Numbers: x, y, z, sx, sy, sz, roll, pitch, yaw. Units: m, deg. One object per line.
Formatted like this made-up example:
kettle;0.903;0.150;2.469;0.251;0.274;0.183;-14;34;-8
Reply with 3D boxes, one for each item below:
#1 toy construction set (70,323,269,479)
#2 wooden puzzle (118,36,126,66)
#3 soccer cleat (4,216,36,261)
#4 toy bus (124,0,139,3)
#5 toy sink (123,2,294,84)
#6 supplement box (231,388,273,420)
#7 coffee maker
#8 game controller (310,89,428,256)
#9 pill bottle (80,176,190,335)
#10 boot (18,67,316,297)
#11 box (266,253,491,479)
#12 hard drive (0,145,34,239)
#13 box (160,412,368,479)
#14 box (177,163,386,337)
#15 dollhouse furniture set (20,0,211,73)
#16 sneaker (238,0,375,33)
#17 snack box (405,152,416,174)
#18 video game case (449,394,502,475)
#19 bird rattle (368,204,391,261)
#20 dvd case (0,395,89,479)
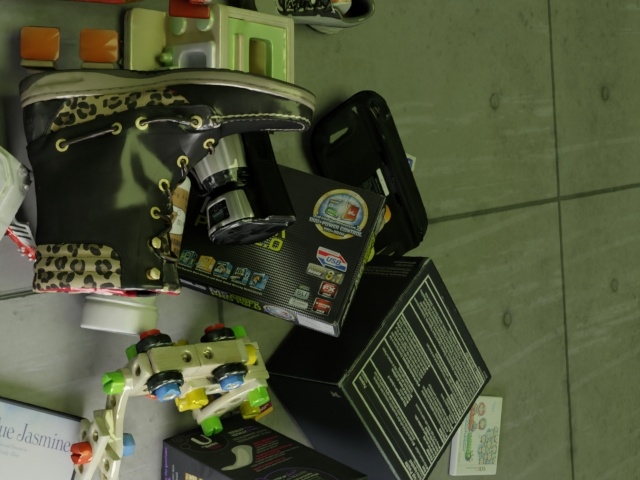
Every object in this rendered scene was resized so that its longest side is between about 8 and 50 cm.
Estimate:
toy construction set;-0.205;0.212;1.599;0.328;0.215;0.151;-21;74;-44
wooden puzzle;-0.263;-0.275;1.658;0.083;0.006;0.049;-37;117;-40
soccer cleat;-0.391;-0.005;1.514;0.083;0.029;0.035;51;60;-29
toy bus;-0.153;-0.441;1.682;0.333;0.130;0.108;-31;112;-42
toy sink;-0.155;-0.259;1.676;0.234;0.131;0.152;0;91;-49
supplement box;-0.115;0.234;1.793;0.043;0.055;0.083;-28;111;-44
coffee maker;-0.101;-0.092;1.636;0.171;0.120;0.178;-12;76;-26
game controller;0.088;-0.096;1.983;0.166;0.067;0.319;-33;121;-18
pill bottle;-0.260;0.013;1.578;0.131;0.131;0.229;17;79;-46
boot;-0.195;-0.071;1.462;0.378;0.138;0.284;1;82;-8
box;0.103;0.226;1.930;0.294;0.183;0.296;-52;127;-33
hard drive;-0.521;-0.077;1.349;0.339;0.064;0.236;44;60;-39
box;-0.087;0.375;1.656;0.165;0.270;0.143;-11;112;-46
box;-0.063;-0.001;1.701;0.060;0.270;0.216;80;30;-68
dollhouse furniture set;-0.269;-0.345;1.469;0.259;0.135;0.262;2;94;-8
sneaker;-0.023;-0.391;1.841;0.272;0.108;0.100;-4;96;-45
snack box;0.103;-0.142;2.039;0.178;0.022;0.064;18;79;-45
video game case;0.309;0.385;2.273;0.143;0.019;0.157;11;82;-47
bird rattle;0.000;0.000;1.818;0.253;0.207;0.143;-26;91;-53
dvd case;-0.409;0.339;1.506;0.180;0.022;0.253;26;72;-44
